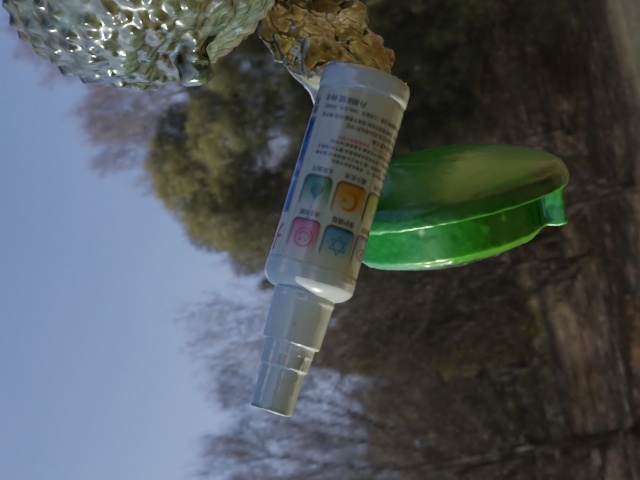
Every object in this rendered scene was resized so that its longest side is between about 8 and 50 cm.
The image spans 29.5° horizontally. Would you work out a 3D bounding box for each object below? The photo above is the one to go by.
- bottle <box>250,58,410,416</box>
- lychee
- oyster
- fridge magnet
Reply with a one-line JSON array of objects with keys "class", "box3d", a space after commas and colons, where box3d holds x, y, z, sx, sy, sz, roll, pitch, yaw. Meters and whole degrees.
[{"class": "bottle", "box3d": [0.000, 0.000, 0.745, 0.060, 0.060, 0.217, 37, -112, -69]}, {"class": "lychee", "box3d": [-0.156, -0.256, 1.028, 0.274, 0.255, 0.255, 61, -168, 8]}, {"class": "oyster", "box3d": [0.015, -0.235, 1.465, 0.238, 0.115, 0.351, 54, -164, -19]}, {"class": "fridge magnet", "box3d": [0.100, -0.031, 0.996, 0.208, 0.208, 0.088, -47, -52, -74]}]
